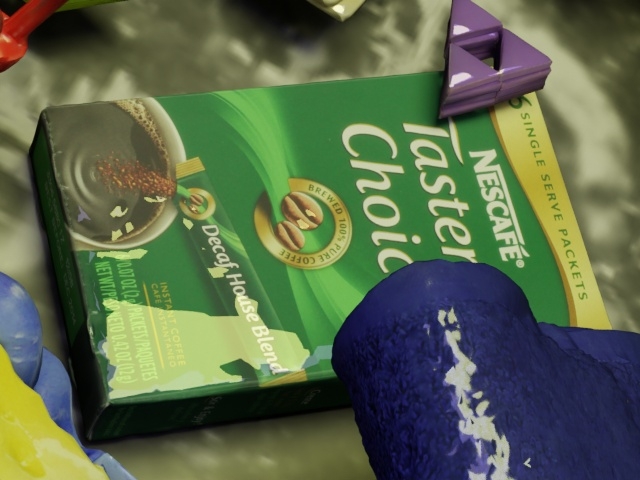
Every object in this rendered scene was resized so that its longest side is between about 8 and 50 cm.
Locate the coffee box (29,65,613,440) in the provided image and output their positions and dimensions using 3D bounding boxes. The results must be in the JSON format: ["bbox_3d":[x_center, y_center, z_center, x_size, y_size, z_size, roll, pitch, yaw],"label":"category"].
[{"bbox_3d":[0.000,0.000,0.670,0.184,0.040,0.113,-5,67,-20],"label":"coffee box"}]

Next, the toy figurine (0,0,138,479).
[{"bbox_3d":[-0.096,0.032,0.468,0.191,0.362,0.217,-32,87,11],"label":"toy figurine"}]

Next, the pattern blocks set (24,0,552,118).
[{"bbox_3d":[-0.019,-0.175,0.736,0.285,0.026,0.325,-34,71,-27],"label":"pattern blocks set"}]

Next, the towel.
[{"bbox_3d":[0.100,0.166,0.555,0.227,0.076,0.308,20,48,-57],"label":"towel"}]
